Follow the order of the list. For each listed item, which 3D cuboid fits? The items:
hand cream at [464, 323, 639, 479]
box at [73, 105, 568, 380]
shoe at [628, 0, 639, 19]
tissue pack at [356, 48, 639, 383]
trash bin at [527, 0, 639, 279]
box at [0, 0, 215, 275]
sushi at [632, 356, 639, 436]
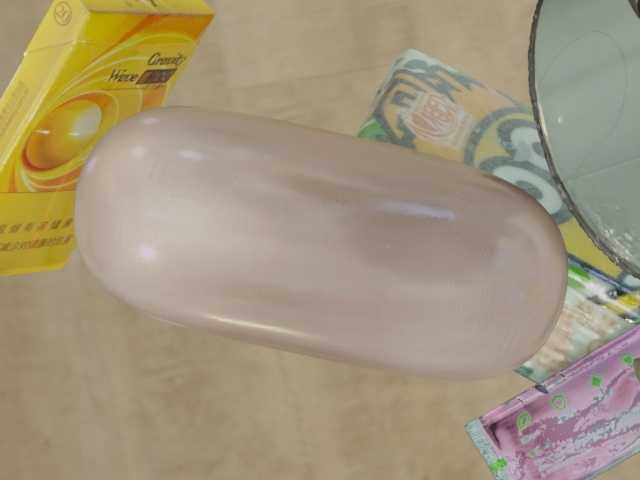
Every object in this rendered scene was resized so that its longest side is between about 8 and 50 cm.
[{"bbox_3d":[0.241,0.110,1.474,0.275,0.050,0.079,-33,56,20],"label":"hand cream"},{"bbox_3d":[0.000,0.000,0.800,0.200,0.146,0.088,11,96,-7],"label":"box"},{"bbox_3d":[0.169,-0.134,0.824,0.071,0.169,0.099,45,138,-6],"label":"shoe"},{"bbox_3d":[0.159,-0.006,1.591,0.310,0.228,0.128,28,121,0],"label":"tissue pack"},{"bbox_3d":[0.277,-0.104,1.055,0.262,0.277,0.217,-19,101,48],"label":"trash bin"},{"bbox_3d":[-0.200,-0.081,1.545,0.043,0.152,0.269,46,119,22],"label":"box"},{"bbox_3d":[0.210,-0.072,0.458,0.175,0.417,0.418,23,108,11],"label":"sushi"}]
